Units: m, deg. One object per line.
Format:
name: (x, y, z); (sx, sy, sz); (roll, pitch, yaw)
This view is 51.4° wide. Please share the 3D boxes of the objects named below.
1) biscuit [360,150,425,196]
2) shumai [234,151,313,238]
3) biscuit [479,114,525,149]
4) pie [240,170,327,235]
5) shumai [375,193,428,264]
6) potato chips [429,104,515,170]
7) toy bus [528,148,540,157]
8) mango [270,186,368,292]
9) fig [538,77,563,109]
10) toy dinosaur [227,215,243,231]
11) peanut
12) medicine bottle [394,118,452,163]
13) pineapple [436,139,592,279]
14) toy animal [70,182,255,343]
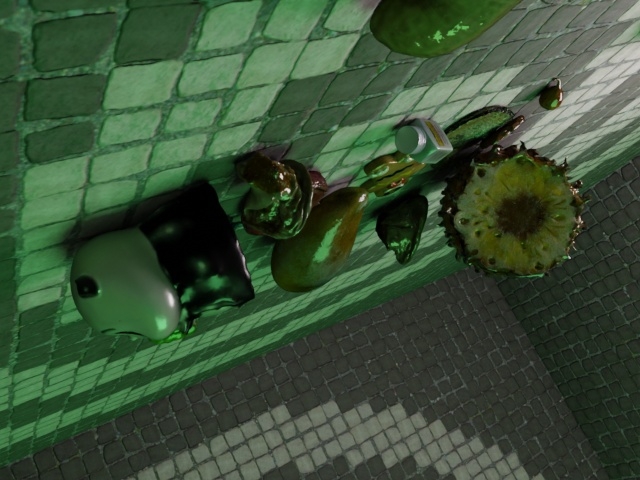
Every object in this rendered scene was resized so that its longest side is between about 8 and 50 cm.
biscuit: (0.160, -0.141, 1.448); (0.158, 0.035, 0.240); (-25, 166, -2)
shumai: (-0.085, -0.082, 1.055); (0.146, 0.145, 0.116); (-33, 141, 22)
biscuit: (0.407, -0.243, 1.527); (0.119, 0.019, 0.130); (-38, -177, -27)
pie: (-0.068, -0.071, 1.236); (0.182, 0.049, 0.182); (-30, 169, -6)
shumai: (0.206, -0.033, 1.752); (0.120, 0.201, 0.201); (15, 162, 1)
potato chips: (0.317, -0.225, 1.463); (0.202, 0.029, 0.220); (-17, 160, -35)
toy bus: (0.566, -0.206, 1.952); (0.166, 0.047, 0.065); (-37, 159, 30)
mango: (0.000, 0.000, 1.433); (0.193, 0.146, 0.316); (-25, 162, -45)
fig: (0.502, -0.319, 1.437); (0.050, 0.050, 0.083); (-24, 147, -13)
toy dinosaur: (-0.183, -0.019, 1.244); (0.083, 0.030, 0.047); (-24, 167, -9)
peanut: (0.158, -0.292, 0.723); (0.137, 0.122, 0.253); (-5, 159, -37)
medicine bottle: (0.190, -0.187, 1.248); (0.055, 0.074, 0.118); (-36, 163, 34)
pineapple: (0.457, -0.071, 1.612); (0.352, 0.352, 0.300); (-31, -177, 13)
toy animal: (-0.246, 0.060, 1.044); (0.267, 0.212, 0.212); (-28, 167, -13)
